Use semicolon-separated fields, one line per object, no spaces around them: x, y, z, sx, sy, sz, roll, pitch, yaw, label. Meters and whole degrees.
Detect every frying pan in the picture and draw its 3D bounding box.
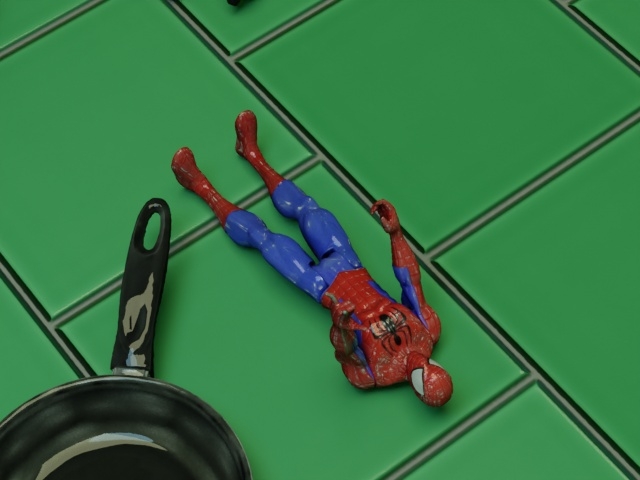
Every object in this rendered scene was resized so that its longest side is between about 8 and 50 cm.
-0.159;0.129;1.097;0.197;0.053;0.326;-15;54;-8;frying pan

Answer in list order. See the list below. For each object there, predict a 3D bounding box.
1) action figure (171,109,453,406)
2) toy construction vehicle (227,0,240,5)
0.000;0.000;1.131;0.091;0.139;0.280;-34;63;-17;action figure
-0.082;-0.230;1.355;0.086;0.035;0.098;19;55;28;toy construction vehicle
